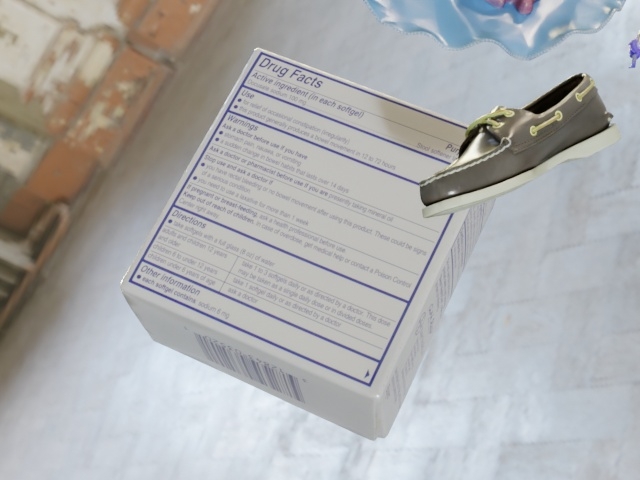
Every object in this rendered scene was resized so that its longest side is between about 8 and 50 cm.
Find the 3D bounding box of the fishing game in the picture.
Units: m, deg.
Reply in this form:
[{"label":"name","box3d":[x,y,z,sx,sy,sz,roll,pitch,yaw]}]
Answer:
[{"label":"fishing game","box3d":[0.085,-0.175,0.655,0.189,0.264,0.041,-60,-7,-35]}]

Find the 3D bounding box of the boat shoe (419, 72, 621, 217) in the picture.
[{"label":"boat shoe","box3d":[0.160,-0.081,1.031,0.228,0.068,0.081,-25,6,-37]}]

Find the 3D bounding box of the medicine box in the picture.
[{"label":"medicine box","box3d":[0.000,0.000,1.191,0.289,0.264,0.149,-62,-15,-20]}]
